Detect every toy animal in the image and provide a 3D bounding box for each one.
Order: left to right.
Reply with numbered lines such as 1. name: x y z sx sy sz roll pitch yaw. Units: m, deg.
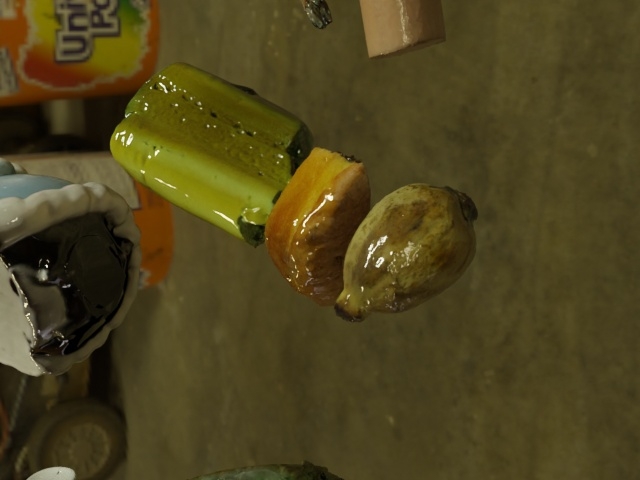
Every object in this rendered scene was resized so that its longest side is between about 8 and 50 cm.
1. toy animal: -0.287 0.010 0.983 0.204 0.156 0.208 16 131 26

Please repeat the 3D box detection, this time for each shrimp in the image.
1. shrimp: -0.047 -0.467 1.740 0.046 0.152 0.219 -29 93 12

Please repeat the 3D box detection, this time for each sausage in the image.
1. sausage: 0.111 -0.409 1.509 0.123 0.123 0.253 0 103 57

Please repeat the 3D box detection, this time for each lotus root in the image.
1. lotus root: 0.101 0.019 1.221 0.138 0.214 0.138 40 169 9

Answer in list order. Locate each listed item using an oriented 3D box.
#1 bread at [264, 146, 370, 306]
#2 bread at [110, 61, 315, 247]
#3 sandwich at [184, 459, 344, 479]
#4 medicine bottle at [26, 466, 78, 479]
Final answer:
1. bread: -0.007 -0.001 1.469 0.129 0.134 0.260 33 136 36
2. bread: -0.183 -0.151 1.805 0.376 0.251 0.208 28 155 14
3. sandwich: -0.119 0.344 1.076 0.109 0.292 0.212 84 -175 -64
4. medicine bottle: -0.405 0.453 1.569 0.086 0.086 0.183 19 122 55
